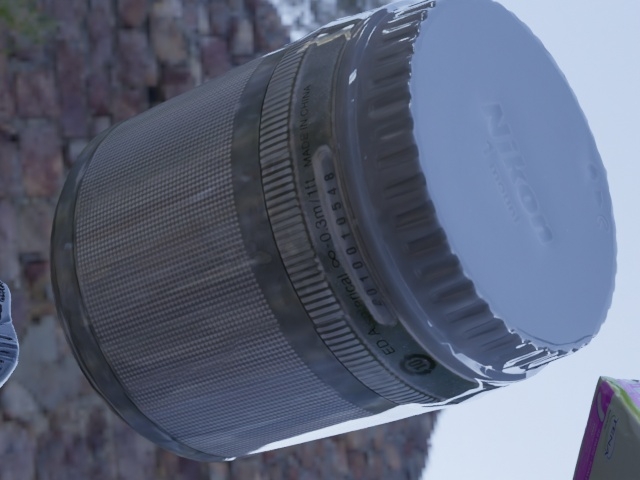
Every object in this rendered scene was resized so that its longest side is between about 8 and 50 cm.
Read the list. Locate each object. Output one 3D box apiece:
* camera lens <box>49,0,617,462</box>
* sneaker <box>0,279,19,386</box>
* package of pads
[{"bbox_3d":[0.000,0.000,0.808,0.274,0.219,0.219,-19,-107,36],"label":"camera lens"},{"bbox_3d":[-0.365,0.129,1.430,0.130,0.087,0.227,-64,-158,17],"label":"sneaker"},{"bbox_3d":[0.388,0.307,1.678,0.296,0.101,0.229,-109,-150,-72],"label":"package of pads"}]
